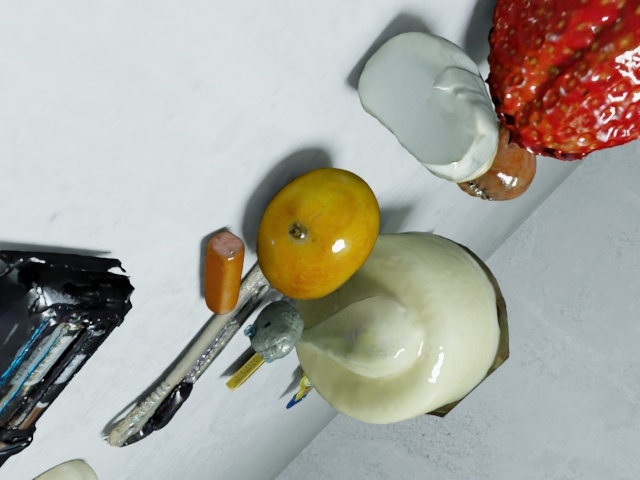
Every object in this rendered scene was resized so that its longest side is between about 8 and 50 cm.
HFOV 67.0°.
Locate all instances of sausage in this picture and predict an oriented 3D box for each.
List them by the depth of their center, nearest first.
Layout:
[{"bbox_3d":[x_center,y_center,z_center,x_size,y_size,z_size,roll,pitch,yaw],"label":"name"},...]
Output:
[{"bbox_3d":[-0.111,0.042,0.554,0.039,0.041,0.131,-56,170,-38],"label":"sausage"}]

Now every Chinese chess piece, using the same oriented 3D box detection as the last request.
[{"bbox_3d":[-0.365,0.356,0.655,0.122,0.051,0.122,-39,157,-20],"label":"Chinese chess piece"}]

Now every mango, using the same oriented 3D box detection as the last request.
[{"bbox_3d":[-0.004,0.003,0.571,0.151,0.120,0.221,-38,166,-20],"label":"mango"}]

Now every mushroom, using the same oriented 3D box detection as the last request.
[{"bbox_3d":[0.148,-0.127,0.576,0.122,0.159,0.328,-9,175,23],"label":"mushroom"}]

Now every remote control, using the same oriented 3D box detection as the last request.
[{"bbox_3d":[-0.306,0.172,0.405,0.399,0.062,0.144,-49,159,11],"label":"remote control"}]

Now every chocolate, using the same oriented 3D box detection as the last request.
[{"bbox_3d":[0.097,0.144,0.790,0.296,0.314,0.326,-7,141,-46],"label":"chocolate"}]

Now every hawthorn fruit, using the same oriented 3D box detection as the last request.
[{"bbox_3d":[0.336,-0.151,0.880,0.189,0.149,0.149,-44,159,9],"label":"hawthorn fruit"}]

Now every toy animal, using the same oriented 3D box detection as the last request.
[{"bbox_3d":[-0.069,0.126,0.732,0.079,0.070,0.253,-29,-177,-7],"label":"toy animal"}]

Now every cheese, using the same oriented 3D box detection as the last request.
[{"bbox_3d":[-0.006,0.345,1.265,0.177,0.069,0.270,-12,141,-55],"label":"cheese"}]

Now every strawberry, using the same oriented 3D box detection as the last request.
[{"bbox_3d":[0.314,-0.237,0.523,0.238,0.250,0.288,-39,175,-20],"label":"strawberry"}]

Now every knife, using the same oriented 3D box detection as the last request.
[{"bbox_3d":[-0.165,0.161,0.673,0.365,0.043,0.089,-49,164,7],"label":"knife"}]

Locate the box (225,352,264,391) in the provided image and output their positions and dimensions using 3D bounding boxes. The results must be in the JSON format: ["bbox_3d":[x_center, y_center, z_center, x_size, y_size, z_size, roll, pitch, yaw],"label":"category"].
[{"bbox_3d":[-0.100,0.204,0.874,0.156,0.022,0.089,-45,174,2],"label":"box"}]
